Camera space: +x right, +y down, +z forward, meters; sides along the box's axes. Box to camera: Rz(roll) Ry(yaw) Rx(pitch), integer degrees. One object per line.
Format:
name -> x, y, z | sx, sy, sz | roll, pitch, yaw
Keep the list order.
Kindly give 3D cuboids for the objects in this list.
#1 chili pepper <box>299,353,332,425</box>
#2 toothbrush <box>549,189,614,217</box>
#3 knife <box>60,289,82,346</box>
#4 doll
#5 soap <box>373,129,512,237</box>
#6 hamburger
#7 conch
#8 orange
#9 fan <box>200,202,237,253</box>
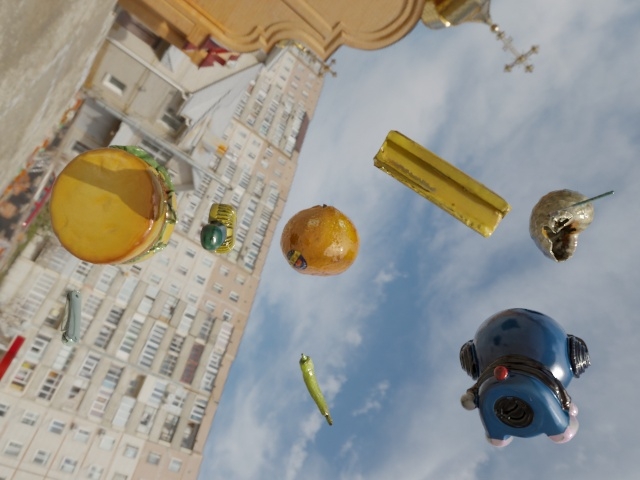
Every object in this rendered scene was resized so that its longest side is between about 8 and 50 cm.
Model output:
chili pepper -> -0.016, 0.410, 1.298 | 0.048, 0.208, 0.043 | -25, 175, 31
toothbrush -> 0.617, -0.085, 1.112 | 0.167, 0.011, 0.014 | -31, -133, 60
knife -> -0.556, 0.170, 1.044 | 0.023, 0.044, 0.162 | -37, -138, 7
doll -> 0.465, 0.297, 1.089 | 0.284, 0.240, 0.310 | -7, -162, 31
soap -> 0.281, -0.139, 1.114 | 0.096, 0.324, 0.204 | -58, 172, 14
hamburger -> -0.394, -0.063, 0.935 | 0.246, 0.246, 0.170 | -58, 173, 0
conch -> 0.741, -0.057, 1.489 | 0.159, 0.291, 0.210 | 35, -53, 45
orange -> -0.001, 0.003, 1.029 | 0.177, 0.177, 0.155 | -25, -128, 48
fan -> -0.157, -0.012, 0.725 | 0.155, 0.039, 0.082 | -106, -159, -80
